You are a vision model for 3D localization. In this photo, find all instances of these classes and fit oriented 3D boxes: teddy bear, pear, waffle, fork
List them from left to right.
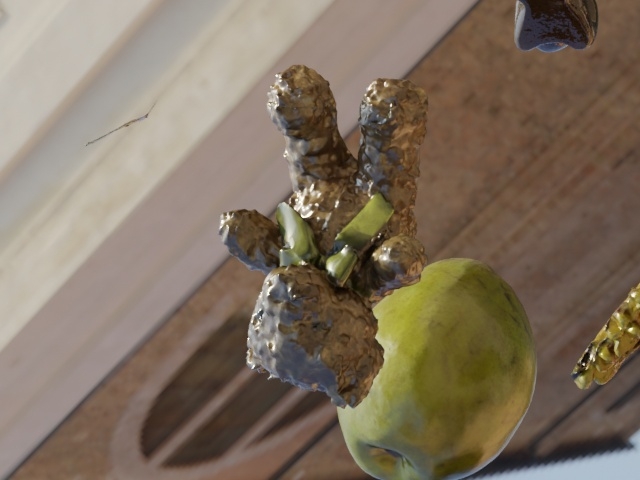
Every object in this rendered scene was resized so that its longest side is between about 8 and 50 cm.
[{"bbox_3d":[-0.260,-0.150,2.023,0.012,0.115,0.016,54,158,7],"label":"fork"},{"bbox_3d":[-0.002,-0.007,1.601,0.246,0.296,0.222,9,-144,23],"label":"teddy bear"},{"bbox_3d":[0.153,0.170,1.988,0.253,0.253,0.307,43,-127,-7],"label":"pear"},{"bbox_3d":[0.374,0.058,1.732,0.051,0.229,0.231,34,-142,12],"label":"waffle"}]

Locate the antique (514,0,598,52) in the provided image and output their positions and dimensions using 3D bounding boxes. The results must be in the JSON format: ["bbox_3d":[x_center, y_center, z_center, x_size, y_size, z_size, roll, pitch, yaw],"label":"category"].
[{"bbox_3d":[0.326,-0.374,2.163,0.143,0.121,0.257,-69,-28,-45],"label":"antique"}]
